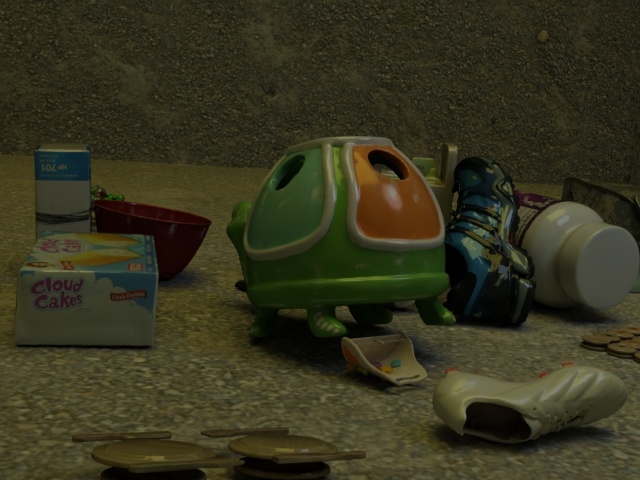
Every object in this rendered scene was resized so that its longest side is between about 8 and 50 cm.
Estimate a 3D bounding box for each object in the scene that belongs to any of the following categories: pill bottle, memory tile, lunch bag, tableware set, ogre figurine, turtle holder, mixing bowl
[{"bbox_3d":[0.351,0.013,1.416,0.169,0.169,0.301,0,11,-28],"label":"pill bottle"},{"bbox_3d":[0.426,0.137,1.185,0.113,0.012,0.148,13,13,43],"label":"memory tile"},{"bbox_3d":[0.666,-0.026,1.841,0.235,0.169,0.287,2,17,-36],"label":"lunch bag"},{"bbox_3d":[-0.074,0.171,0.662,0.194,0.039,0.128,6,-4,-32],"label":"tableware set"},{"bbox_3d":[-0.459,-0.079,1.787,0.118,0.097,0.197,15,20,-7],"label":"ogre figurine"},{"bbox_3d":[0.020,-0.002,1.108,0.243,0.227,0.320,-4,-2,-12],"label":"turtle holder"},{"bbox_3d":[-0.261,0.002,1.352,0.181,0.098,0.181,10,6,-1],"label":"mixing bowl"}]

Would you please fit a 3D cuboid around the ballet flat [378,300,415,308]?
[{"bbox_3d":[0.128,0.064,1.310,0.074,0.074,0.203,9,8,25],"label":"ballet flat"}]

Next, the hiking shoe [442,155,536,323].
[{"bbox_3d":[0.222,-0.015,1.309,0.132,0.113,0.304,1,47,-8],"label":"hiking shoe"}]

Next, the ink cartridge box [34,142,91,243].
[{"bbox_3d":[-0.383,-0.047,1.331,0.082,0.191,0.139,1,10,-15],"label":"ink cartridge box"}]

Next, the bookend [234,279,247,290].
[{"bbox_3d":[-0.041,-0.002,1.344,0.157,0.156,0.072,-5,14,-41],"label":"bookend"}]

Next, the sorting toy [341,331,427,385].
[{"bbox_3d":[0.073,0.134,0.954,0.083,0.045,0.075,-1,19,-37],"label":"sorting toy"}]

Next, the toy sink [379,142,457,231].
[{"bbox_3d":[0.152,-0.052,1.510,0.131,0.234,0.153,6,10,3],"label":"toy sink"}]

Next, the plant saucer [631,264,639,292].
[{"bbox_3d":[0.535,0.057,1.648,0.195,0.037,0.195,4,10,-1],"label":"plant saucer"}]

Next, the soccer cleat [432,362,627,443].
[{"bbox_3d":[0.200,0.157,0.824,0.196,0.068,0.076,1,25,-13],"label":"soccer cleat"}]

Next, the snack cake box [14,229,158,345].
[{"bbox_3d":[-0.282,0.053,1.099,0.152,0.089,0.264,4,9,-13],"label":"snack cake box"}]
